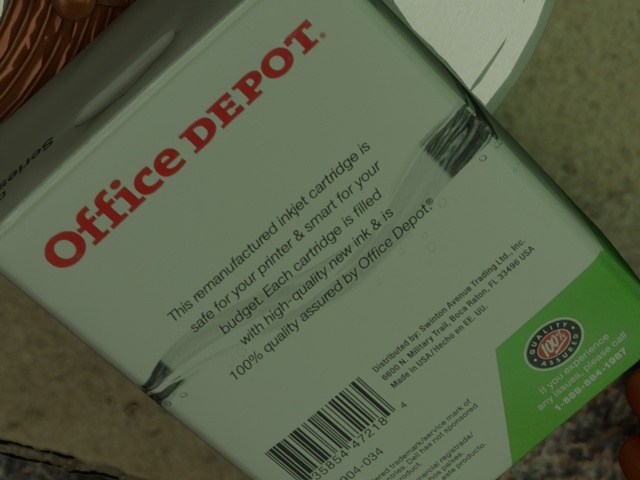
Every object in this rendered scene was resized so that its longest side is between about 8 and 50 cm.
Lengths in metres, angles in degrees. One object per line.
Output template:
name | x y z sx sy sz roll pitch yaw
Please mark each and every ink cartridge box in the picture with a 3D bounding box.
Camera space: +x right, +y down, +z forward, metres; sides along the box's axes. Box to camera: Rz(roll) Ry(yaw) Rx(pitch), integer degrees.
ink cartridge box | 0.000 0.000 0.843 0.198 0.115 0.273 -41 118 10

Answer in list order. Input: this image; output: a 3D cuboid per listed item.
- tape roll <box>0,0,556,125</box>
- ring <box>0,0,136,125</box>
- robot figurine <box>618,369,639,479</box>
tape roll | -0.068 -0.179 0.881 0.392 0.072 0.392 -2 108 -6
ring | -0.248 -0.146 0.817 0.337 0.032 0.336 -2 108 -5
robot figurine | 0.280 0.112 0.985 0.219 0.128 0.158 -1 73 -6
